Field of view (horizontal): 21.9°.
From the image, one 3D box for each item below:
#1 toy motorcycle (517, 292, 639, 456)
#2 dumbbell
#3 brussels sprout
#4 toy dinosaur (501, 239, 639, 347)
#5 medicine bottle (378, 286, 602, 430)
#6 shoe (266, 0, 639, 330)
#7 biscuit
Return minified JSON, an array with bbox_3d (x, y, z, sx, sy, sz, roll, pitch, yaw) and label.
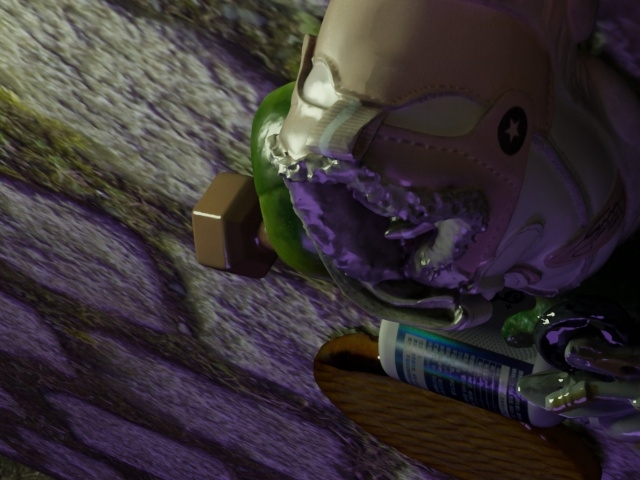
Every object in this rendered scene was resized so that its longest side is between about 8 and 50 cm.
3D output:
[{"bbox_3d":[0.242,0.106,1.097,0.225,0.073,0.152,11,137,1],"label":"toy motorcycle"},{"bbox_3d":[0.000,0.000,1.322,0.230,0.082,0.092,11,175,37],"label":"dumbbell"},{"bbox_3d":[0.013,-0.043,1.138,0.117,0.155,0.155,-14,144,20],"label":"brussels sprout"},{"bbox_3d":[0.251,0.037,1.115,0.447,0.087,0.301,20,161,-3],"label":"toy dinosaur"},{"bbox_3d":[0.151,0.086,1.326,0.191,0.107,0.107,16,158,25],"label":"medicine bottle"},{"bbox_3d":[0.072,-0.041,0.973,0.171,0.198,0.351,16,157,31],"label":"shoe"},{"bbox_3d":[0.138,0.184,1.690,0.317,0.040,0.318,24,160,9],"label":"biscuit"}]
